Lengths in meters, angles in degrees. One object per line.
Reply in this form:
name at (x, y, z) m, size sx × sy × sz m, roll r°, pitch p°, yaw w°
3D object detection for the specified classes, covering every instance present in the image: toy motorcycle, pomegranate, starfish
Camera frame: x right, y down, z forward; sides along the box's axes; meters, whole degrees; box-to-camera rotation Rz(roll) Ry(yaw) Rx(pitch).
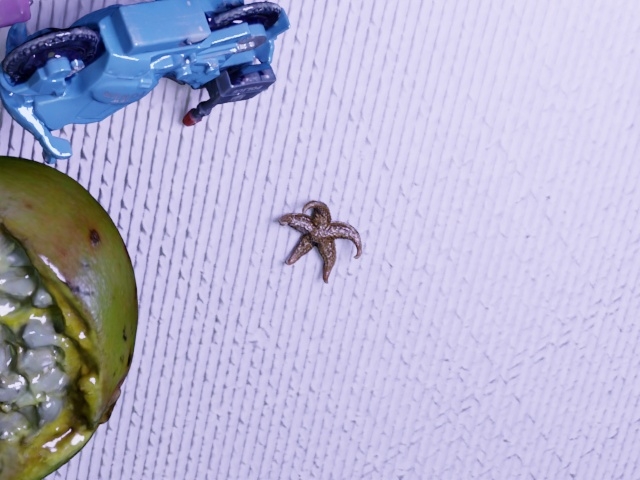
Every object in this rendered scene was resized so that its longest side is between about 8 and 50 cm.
toy motorcycle at (-0.160, -0.150, 1.237) m, size 0.272 × 0.182 × 0.124 m, roll -15°, pitch 80°, yaw -35°
pomegranate at (-0.319, 0.048, 1.291) m, size 0.358 × 0.216 × 0.310 m, roll 30°, pitch 117°, yaw 11°
starfish at (0.000, 0.000, 1.418) m, size 0.078 × 0.028 × 0.091 m, roll -13°, pitch 118°, yaw 2°

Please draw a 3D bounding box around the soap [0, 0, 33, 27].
soap at (-0.320, -0.273, 1.213) m, size 0.122 × 0.065 × 0.203 m, roll -13°, pitch 115°, yaw -5°
